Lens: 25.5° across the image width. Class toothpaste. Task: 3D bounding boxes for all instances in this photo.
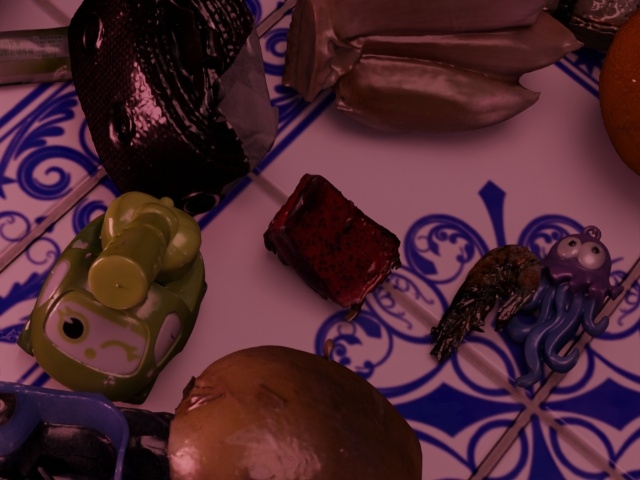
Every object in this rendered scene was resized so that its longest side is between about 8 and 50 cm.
[{"bbox_3d":[-0.331,-0.193,1.496,0.248,0.047,0.078,-7,78,-20],"label":"toothpaste"}]

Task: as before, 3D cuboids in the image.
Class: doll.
[{"bbox_3d":[0.257,0.069,1.499,0.110,0.067,0.206,18,66,17],"label":"doll"}]

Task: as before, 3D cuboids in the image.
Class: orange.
[{"bbox_3d":[0.440,-0.158,1.563,0.264,0.264,0.264,6,62,-12],"label":"orange"}]

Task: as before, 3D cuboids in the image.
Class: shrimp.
[{"bbox_3d":[0.173,0.064,1.478,0.161,0.091,0.034,-51,127,-23],"label":"shrimp"}]

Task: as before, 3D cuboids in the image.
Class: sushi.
[{"bbox_3d":[0.281,-0.283,1.667,0.272,0.134,0.109,0,91,-22],"label":"sushi"}]

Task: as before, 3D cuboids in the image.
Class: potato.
[{"bbox_3d":[0.002,0.184,1.273,0.299,0.116,0.239,-2,59,-52],"label":"potato"}]

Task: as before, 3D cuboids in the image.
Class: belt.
[{"bbox_3d":[-0.158,-0.155,1.461,0.184,0.164,0.289,7,56,-40],"label":"belt"}]

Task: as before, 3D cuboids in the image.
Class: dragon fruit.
[{"bbox_3d":[0.000,0.000,1.463,0.147,0.096,0.102,48,69,-23],"label":"dragon fruit"}]

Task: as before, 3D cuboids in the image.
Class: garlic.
[{"bbox_3d":[0.116,-0.260,1.558,0.325,0.132,0.279,-7,106,-13],"label":"garlic"}]

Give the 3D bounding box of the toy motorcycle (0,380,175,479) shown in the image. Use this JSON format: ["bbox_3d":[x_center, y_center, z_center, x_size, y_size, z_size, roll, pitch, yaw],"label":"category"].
[{"bbox_3d":[-0.258,0.206,1.215,0.358,0.125,0.213,3,24,-11],"label":"toy motorcycle"}]

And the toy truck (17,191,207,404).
[{"bbox_3d":[-0.181,0.037,1.334,0.148,0.211,0.187,27,42,0],"label":"toy truck"}]
